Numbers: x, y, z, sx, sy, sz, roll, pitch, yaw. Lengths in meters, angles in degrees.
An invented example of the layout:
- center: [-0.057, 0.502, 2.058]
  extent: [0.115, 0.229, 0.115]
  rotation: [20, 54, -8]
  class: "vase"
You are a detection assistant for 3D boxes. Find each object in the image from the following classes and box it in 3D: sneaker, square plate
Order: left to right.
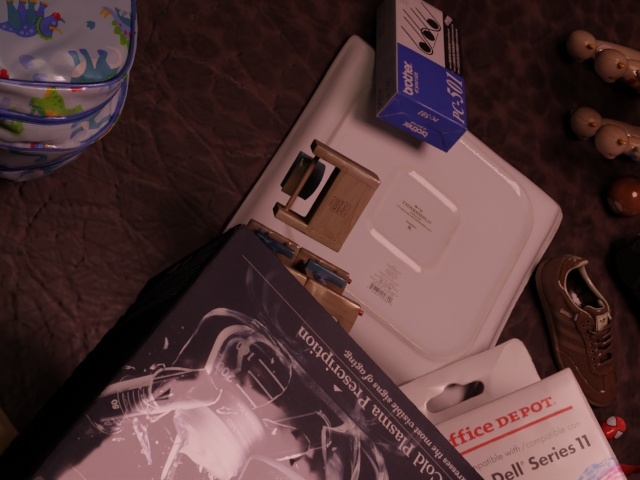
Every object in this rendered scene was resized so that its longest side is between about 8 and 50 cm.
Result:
- center: [0.100, -0.017, 1.716]
  extent: [0.347, 0.049, 0.344]
  rotation: [38, 59, -13]
  class: "square plate"
- center: [0.312, 0.107, 1.775]
  extent: [0.066, 0.071, 0.188]
  rotation: [-24, 92, -31]
  class: "sneaker"

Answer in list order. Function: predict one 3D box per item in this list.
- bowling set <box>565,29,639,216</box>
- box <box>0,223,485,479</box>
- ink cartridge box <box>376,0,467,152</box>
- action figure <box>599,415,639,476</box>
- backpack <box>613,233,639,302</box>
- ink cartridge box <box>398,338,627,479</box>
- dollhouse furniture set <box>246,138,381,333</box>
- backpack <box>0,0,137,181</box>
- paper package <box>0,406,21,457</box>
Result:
- center: [0.372, -0.134, 1.835]
  extent: [0.154, 0.287, 0.200]
  rotation: [21, 99, -15]
  class: "bowling set"
- center: [-0.075, 0.226, 1.288]
  extent: [0.343, 0.179, 0.312]
  rotation: [47, 52, -12]
  class: "box"
- center: [0.115, -0.200, 1.738]
  extent: [0.097, 0.046, 0.207]
  rotation: [26, 39, -20]
  class: "ink cartridge box"
- center: [0.265, 0.258, 1.672]
  extent: [0.280, 0.139, 0.091]
  rotation: [-27, 89, -35]
  class: "action figure"
- center: [0.470, 0.031, 1.867]
  extent: [0.182, 0.115, 0.152]
  rotation: [-25, 85, -35]
  class: "backpack"
- center: [0.204, 0.273, 1.552]
  extent: [0.207, 0.119, 0.353]
  rotation: [-22, 71, -9]
  class: "ink cartridge box"
- center: [0.000, 0.000, 1.538]
  extent: [0.129, 0.129, 0.184]
  rotation: [29, 101, -11]
  class: "dollhouse furniture set"
- center: [-0.308, -0.236, 1.465]
  extent: [0.290, 0.273, 0.356]
  rotation: [6, 84, -34]
  class: "backpack"
- center: [-0.416, 0.248, 1.275]
  extent: [0.325, 0.168, 0.309]
  rotation: [-37, 95, -33]
  class: "paper package"
